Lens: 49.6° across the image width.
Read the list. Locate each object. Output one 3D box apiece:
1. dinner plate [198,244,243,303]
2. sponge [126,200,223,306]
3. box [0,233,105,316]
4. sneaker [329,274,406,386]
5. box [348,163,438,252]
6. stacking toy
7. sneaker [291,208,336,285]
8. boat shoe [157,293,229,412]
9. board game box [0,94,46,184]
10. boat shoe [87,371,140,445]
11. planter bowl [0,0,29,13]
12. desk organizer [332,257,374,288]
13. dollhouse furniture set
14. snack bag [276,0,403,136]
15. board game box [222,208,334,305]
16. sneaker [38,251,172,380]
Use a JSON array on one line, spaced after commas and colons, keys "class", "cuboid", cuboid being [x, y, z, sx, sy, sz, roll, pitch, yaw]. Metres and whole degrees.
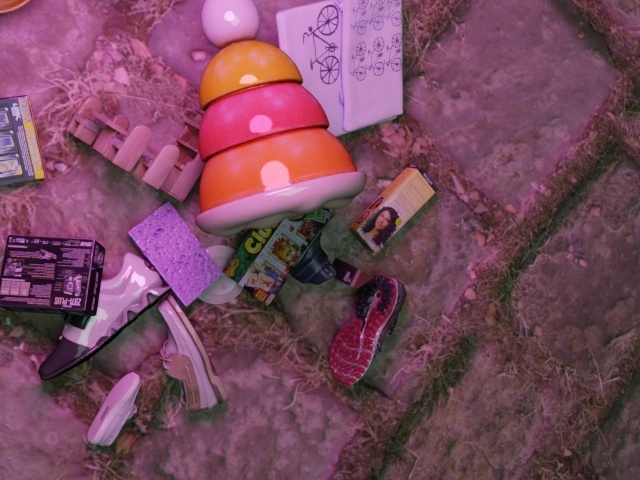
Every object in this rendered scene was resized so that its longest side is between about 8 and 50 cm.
[{"class": "dinner plate", "cuboid": [-0.237, 0.081, 1.617, 0.141, 0.017, 0.141, -5, 103, -21]}, {"class": "sponge", "cuboid": [-0.322, 0.031, 1.543, 0.117, 0.031, 0.210, -41, 105, -24]}, {"class": "box", "cuboid": [-0.543, 0.072, 1.405, 0.180, 0.077, 0.148, 3, 75, 0]}, {"class": "sneaker", "cuboid": [0.129, 0.234, 1.740, 0.112, 0.120, 0.299, 19, 101, -54]}, {"class": "box", "cuboid": [0.182, -0.081, 1.728, 0.232, 0.058, 0.087, -47, 112, -8]}, {"class": "stacking toy", "cuboid": [-0.128, -0.269, 1.381, 0.350, 0.350, 0.480, -15, 89, -18]}, {"class": "sneaker", "cuboid": [-0.001, 0.000, 1.648, 0.163, 0.086, 0.226, 40, 94, -12]}, {"class": "boat shoe", "cuboid": [-0.308, 0.267, 1.564, 0.103, 0.113, 0.302, -26, 114, -12]}, {"class": "board game box", "cuboid": [-0.641, -0.198, 1.390, 0.141, 0.048, 0.170, -12, 103, -21]}, {"class": "boat shoe", "cuboid": [-0.452, 0.385, 1.565, 0.063, 0.066, 0.184, 33, 84, -37]}, {"class": "planter bowl", "cuboid": [-0.631, -0.535, 1.308, 0.217, 0.090, 0.217, -4, 102, -20]}, {"class": "desk organizer", "cuboid": [0.073, 0.084, 1.677, 0.050, 0.130, 0.047, 27, 89, -25]}, {"class": "dollhouse furniture set", "cuboid": [-0.348, -0.212, 1.421, 0.161, 0.212, 0.242, -57, 140, -1]}, {"class": "snack bag", "cuboid": [0.051, -0.384, 1.535, 0.342, 0.037, 0.323, -22, 125, -30]}, {"class": "board game box", "cuboid": [-0.098, 0.006, 1.585, 0.136, 0.030, 0.260, 35, 93, 8]}, {"class": "sneaker", "cuboid": [-0.491, 0.158, 1.489, 0.330, 0.122, 0.146, -41, 92, -6]}]
